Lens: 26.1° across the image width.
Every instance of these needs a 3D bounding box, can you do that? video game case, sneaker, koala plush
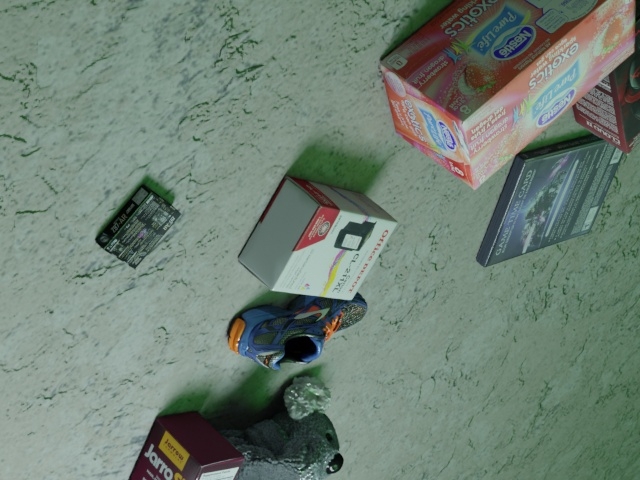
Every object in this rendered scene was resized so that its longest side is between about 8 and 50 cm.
[{"bbox_3d":[0.367,-0.070,2.156,0.274,0.026,0.196,-15,134,-41],"label":"video game case"},{"bbox_3d":[-0.018,0.123,1.826,0.221,0.087,0.083,-20,137,-38],"label":"sneaker"},{"bbox_3d":[-0.051,0.301,1.921,0.221,0.203,0.196,-43,141,-51],"label":"koala plush"}]

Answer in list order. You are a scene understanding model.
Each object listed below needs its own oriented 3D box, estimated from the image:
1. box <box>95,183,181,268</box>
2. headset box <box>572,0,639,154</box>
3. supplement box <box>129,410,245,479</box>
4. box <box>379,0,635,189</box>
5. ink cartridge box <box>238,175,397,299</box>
[{"bbox_3d":[-0.201,-0.015,1.528,0.083,0.018,0.067,-50,148,0],"label":"box"},{"bbox_3d":[0.460,-0.280,1.973,0.218,0.110,0.293,-44,147,-11],"label":"headset box"},{"bbox_3d":[-0.190,0.332,1.813,0.081,0.104,0.188,-2,124,-49],"label":"supplement box"},{"bbox_3d":[0.239,-0.228,1.720,0.300,0.154,0.142,-41,146,-16],"label":"box"},{"bbox_3d":[0.000,0.000,1.736,0.175,0.072,0.127,10,115,-53],"label":"ink cartridge box"}]
